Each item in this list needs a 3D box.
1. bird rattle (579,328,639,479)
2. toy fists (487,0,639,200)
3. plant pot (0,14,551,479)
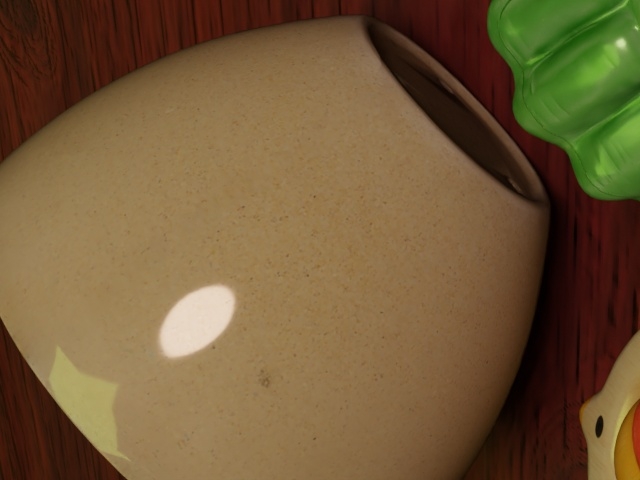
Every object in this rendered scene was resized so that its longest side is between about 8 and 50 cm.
[{"bbox_3d":[0.174,0.123,0.716,0.253,0.143,0.207,112,152,-56],"label":"bird rattle"},{"bbox_3d":[0.113,-0.137,0.629,0.096,0.142,0.279,-21,94,56],"label":"toy fists"},{"bbox_3d":[0.000,0.000,0.797,0.191,0.284,0.284,-45,70,17],"label":"plant pot"}]
